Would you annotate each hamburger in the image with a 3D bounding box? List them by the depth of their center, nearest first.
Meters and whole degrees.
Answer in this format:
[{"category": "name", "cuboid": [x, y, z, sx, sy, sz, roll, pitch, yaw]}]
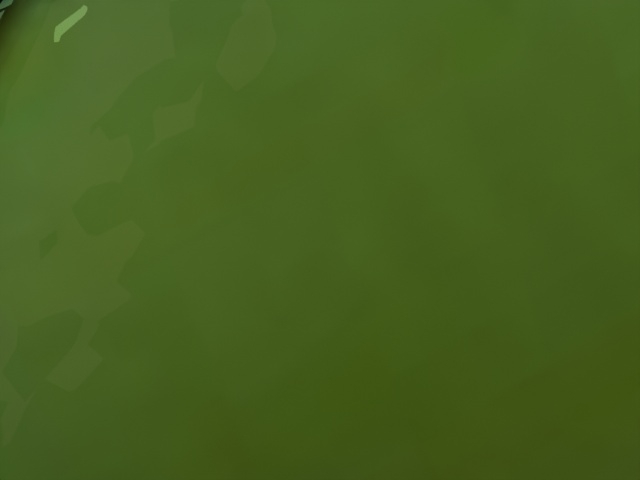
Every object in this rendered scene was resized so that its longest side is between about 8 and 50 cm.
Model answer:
[{"category": "hamburger", "cuboid": [0.000, 0.000, 0.459, 0.302, 0.186, 0.261, -33, 113, -10]}]
